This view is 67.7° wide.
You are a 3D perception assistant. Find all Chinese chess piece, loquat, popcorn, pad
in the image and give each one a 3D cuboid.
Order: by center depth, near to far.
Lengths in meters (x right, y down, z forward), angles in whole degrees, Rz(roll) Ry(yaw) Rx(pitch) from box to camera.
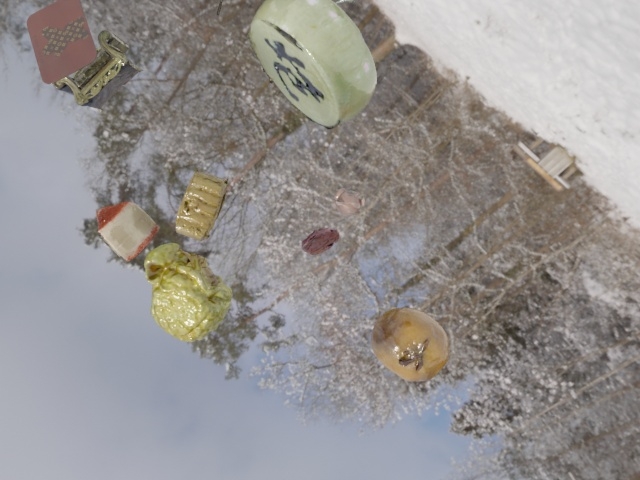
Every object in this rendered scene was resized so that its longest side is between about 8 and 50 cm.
[{"bbox_3d":[-0.022,-0.446,1.187,0.349,0.146,0.349,44,172,8],"label":"Chinese chess piece"},{"bbox_3d":[-0.361,0.151,1.332,0.225,0.286,0.174,3,-155,17],"label":"popcorn"},{"bbox_3d":[0.254,0.290,1.355,0.238,0.193,0.238,41,-179,-1],"label":"loquat"},{"bbox_3d":[-0.746,-0.582,1.370,0.267,0.181,0.004,65,-176,17],"label":"pad"}]

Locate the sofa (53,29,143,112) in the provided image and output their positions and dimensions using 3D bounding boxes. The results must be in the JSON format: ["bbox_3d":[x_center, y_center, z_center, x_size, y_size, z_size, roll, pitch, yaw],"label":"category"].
[{"bbox_3d":[-0.756,-0.577,1.596,0.182,0.258,0.200,46,-177,-12],"label":"sofa"}]

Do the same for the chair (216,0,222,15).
[{"bbox_3d":[-0.350,-0.958,1.685,0.159,0.170,0.326,31,-142,-34],"label":"chair"}]

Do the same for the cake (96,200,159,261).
[{"bbox_3d":[-0.687,-0.068,1.686,0.158,0.159,0.262,55,171,-35],"label":"cake"}]

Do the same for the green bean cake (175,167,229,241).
[{"bbox_3d":[-0.398,-0.123,1.605,0.131,0.224,0.229,20,-177,-11],"label":"green bean cake"}]

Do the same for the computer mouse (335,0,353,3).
[{"bbox_3d":[0.226,-1.021,1.820,0.199,0.389,0.115,-85,-27,-61],"label":"computer mouse"}]

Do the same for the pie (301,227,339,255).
[{"bbox_3d":[0.000,0.000,1.722,0.153,0.153,0.038,6,-134,-48],"label":"pie"}]

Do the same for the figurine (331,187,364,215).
[{"bbox_3d":[0.124,-0.172,2.133,0.138,0.125,0.125,0,-141,-6],"label":"figurine"}]
